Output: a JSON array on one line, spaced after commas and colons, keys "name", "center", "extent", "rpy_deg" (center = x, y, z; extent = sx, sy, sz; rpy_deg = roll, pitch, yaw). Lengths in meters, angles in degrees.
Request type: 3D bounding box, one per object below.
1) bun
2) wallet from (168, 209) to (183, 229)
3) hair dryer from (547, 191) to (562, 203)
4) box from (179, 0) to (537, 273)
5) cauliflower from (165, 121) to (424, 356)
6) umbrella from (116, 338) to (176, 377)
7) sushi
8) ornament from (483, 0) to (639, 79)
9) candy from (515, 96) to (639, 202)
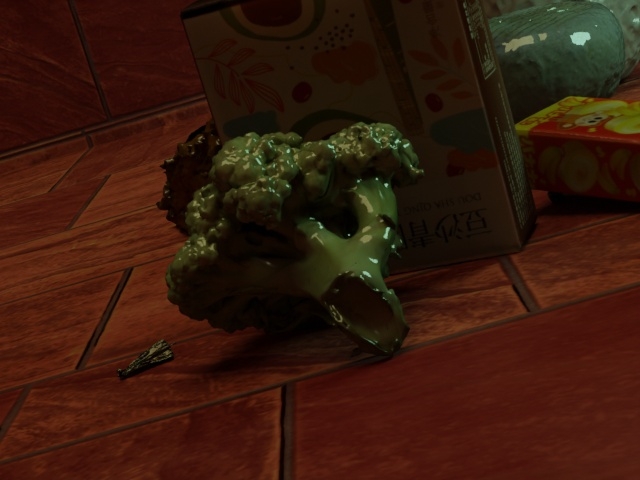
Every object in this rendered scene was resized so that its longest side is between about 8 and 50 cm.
[{"name": "bun", "center": [0.328, -0.261, 2.086], "extent": [0.361, 0.211, 0.362], "rpy_deg": [-15, 11, 3]}, {"name": "wallet", "center": [-0.141, -0.071, 2.240], "extent": [0.229, 0.049, 0.182], "rpy_deg": [-19, 14, -17]}, {"name": "hair dryer", "center": [0.333, -0.087, 1.764], "extent": [0.106, 0.054, 0.154], "rpy_deg": [-4, 27, 24]}, {"name": "box", "center": [0.052, -0.154, 1.613], "extent": [0.344, 0.385, 0.122], "rpy_deg": [-11, 15, 22]}, {"name": "cauliflower", "center": [-0.016, -0.015, 1.424], "extent": [0.327, 0.260, 0.281], "rpy_deg": [-42, 16, -13]}, {"name": "umbrella", "center": [-0.205, 0.142, 1.534], "extent": [0.083, 0.020, 0.031], "rpy_deg": [-25, 55, -31]}, {"name": "sushi", "center": [-0.081, -0.099, 1.909], "extent": [0.207, 0.234, 0.348], "rpy_deg": [-30, -4, -34]}, {"name": "ornament", "center": [0.432, -0.418, 2.376], "extent": [0.337, 0.337, 0.337], "rpy_deg": [-16, 14, 4]}, {"name": "candy", "center": [0.384, -0.114, 1.619], "extent": [0.276, 0.088, 0.146], "rpy_deg": [9, 28, 45]}]
